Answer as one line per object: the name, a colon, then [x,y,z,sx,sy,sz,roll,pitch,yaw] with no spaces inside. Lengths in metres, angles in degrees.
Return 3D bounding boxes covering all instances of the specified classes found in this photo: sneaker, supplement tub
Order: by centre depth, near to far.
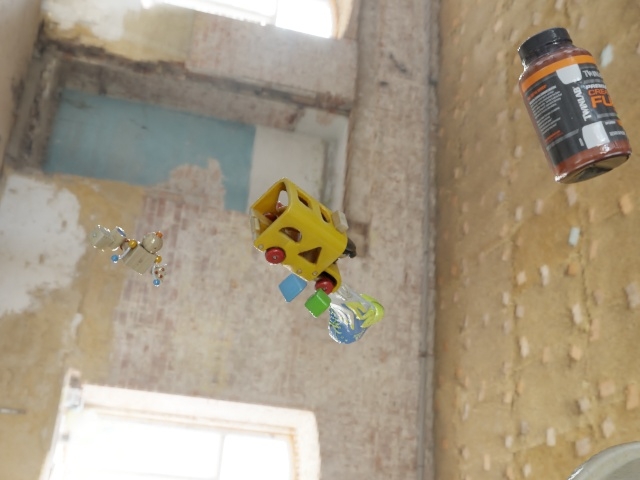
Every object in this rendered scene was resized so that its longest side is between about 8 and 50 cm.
supplement tub: [0.331,-0.182,1.009,0.106,0.106,0.198,130,-56,-67]
sneaker: [0.057,0.173,1.673,0.091,0.240,0.126,39,-83,35]

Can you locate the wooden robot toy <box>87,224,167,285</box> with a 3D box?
wooden robot toy: [-0.306,0.006,1.281,0.079,0.173,0.076,-45,-139,9]

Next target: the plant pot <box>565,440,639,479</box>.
plant pot: [0.333,0.278,0.423,0.305,0.333,0.334,-28,-128,55]

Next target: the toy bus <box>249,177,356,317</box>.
toy bus: [-0.008,-0.002,1.103,0.104,0.191,0.202,-42,170,21]
